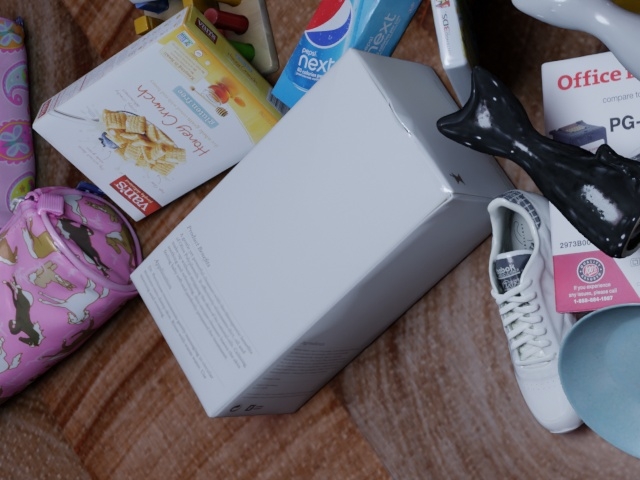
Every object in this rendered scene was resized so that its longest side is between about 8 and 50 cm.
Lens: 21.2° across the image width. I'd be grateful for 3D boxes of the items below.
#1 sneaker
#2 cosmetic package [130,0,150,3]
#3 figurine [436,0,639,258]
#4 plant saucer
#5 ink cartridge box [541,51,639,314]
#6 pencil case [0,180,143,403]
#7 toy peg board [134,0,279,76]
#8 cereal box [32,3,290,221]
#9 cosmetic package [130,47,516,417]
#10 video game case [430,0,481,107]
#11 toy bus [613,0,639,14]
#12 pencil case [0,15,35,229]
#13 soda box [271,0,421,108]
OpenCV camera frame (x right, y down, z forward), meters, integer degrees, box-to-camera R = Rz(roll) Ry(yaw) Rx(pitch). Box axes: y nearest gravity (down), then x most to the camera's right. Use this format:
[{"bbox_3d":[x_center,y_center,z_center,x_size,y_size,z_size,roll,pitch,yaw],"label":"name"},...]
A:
[{"bbox_3d":[0.202,0.069,1.630,0.090,0.095,0.235,-15,79,33],"label":"sneaker"},{"bbox_3d":[-0.202,-0.409,1.843,0.138,0.224,0.225,-5,65,36],"label":"cosmetic package"},{"bbox_3d":[0.230,-0.128,1.473,0.209,0.092,0.215,35,106,18],"label":"figurine"},{"bbox_3d":[0.311,0.122,1.539,0.195,0.037,0.195,16,133,18],"label":"plant saucer"},{"bbox_3d":[0.302,-0.056,1.561,0.172,0.100,0.237,-7,82,35],"label":"ink cartridge box"},{"bbox_3d":[-0.380,0.090,2.010,0.386,0.160,0.167,-39,66,28],"label":"pencil case"},{"bbox_3d":[-0.146,-0.242,1.913,0.161,0.079,0.161,-21,75,33],"label":"toy peg board"},{"bbox_3d":[-0.173,-0.134,1.878,0.240,0.173,0.047,-30,30,31],"label":"cereal box"},{"bbox_3d":[0.000,0.000,1.743,0.365,0.155,0.197,-42,65,25],"label":"cosmetic package"},{"bbox_3d":[0.124,-0.236,1.634,0.026,0.227,0.206,-10,80,9],"label":"video game case"},{"bbox_3d":[0.325,-0.315,1.549,0.211,0.149,0.220,-7,80,22],"label":"toy bus"},{"bbox_3d":[-0.411,-0.134,2.078,0.124,0.124,0.284,-13,79,35],"label":"pencil case"},{"bbox_3d":[0.037,-0.222,1.783,0.067,0.071,0.210,40,109,31],"label":"soda box"}]
